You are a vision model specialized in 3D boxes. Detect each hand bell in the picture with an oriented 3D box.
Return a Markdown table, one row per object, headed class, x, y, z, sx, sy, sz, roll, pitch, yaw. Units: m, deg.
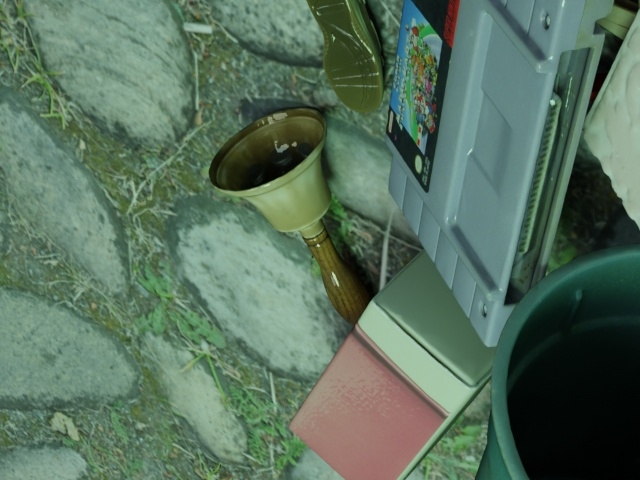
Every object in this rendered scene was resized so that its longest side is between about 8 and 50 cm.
| class | x | y | z | sx | sy | sz | roll | pitch | yaw |
| --- | --- | --- | --- | --- | --- | --- | --- | --- | --- |
| hand bell | 0.000 | 0.000 | 1.528 | 0.126 | 0.126 | 0.242 | 1 | 133 | 40 |

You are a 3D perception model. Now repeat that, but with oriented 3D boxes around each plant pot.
| class | x | y | z | sx | sy | sz | roll | pitch | yaw |
| --- | --- | --- | --- | --- | --- | --- | --- | --- | --- |
| plant pot | 0.269 | 0.234 | 1.310 | 0.341 | 0.341 | 0.334 | 36 | 146 | 14 |

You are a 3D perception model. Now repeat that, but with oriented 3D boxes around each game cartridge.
| class | x | y | z | sx | sy | sz | roll | pitch | yaw |
| --- | --- | --- | --- | --- | --- | --- | --- | --- | --- |
| game cartridge | 0.130 | -0.114 | 1.257 | 0.230 | 0.068 | 0.355 | 55 | 151 | 41 |

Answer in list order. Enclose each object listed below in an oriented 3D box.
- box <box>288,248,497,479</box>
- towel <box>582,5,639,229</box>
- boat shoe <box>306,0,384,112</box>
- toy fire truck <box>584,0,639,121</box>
| class | x | y | z | sx | sy | sz | roll | pitch | yaw |
| --- | --- | --- | --- | --- | --- | --- | --- | --- | --- |
| box | 0.091 | 0.124 | 1.486 | 0.127 | 0.148 | 0.232 | 41 | 137 | 10 |
| towel | 0.315 | -0.071 | 1.046 | 0.317 | 0.053 | 0.332 | 108 | 147 | -47 |
| boat shoe | 0.027 | -0.189 | 1.391 | 0.056 | 0.048 | 0.153 | -6 | 124 | 29 |
| toy fire truck | 0.224 | -0.180 | 1.220 | 0.135 | 0.047 | 0.192 | -3 | 117 | 42 |
